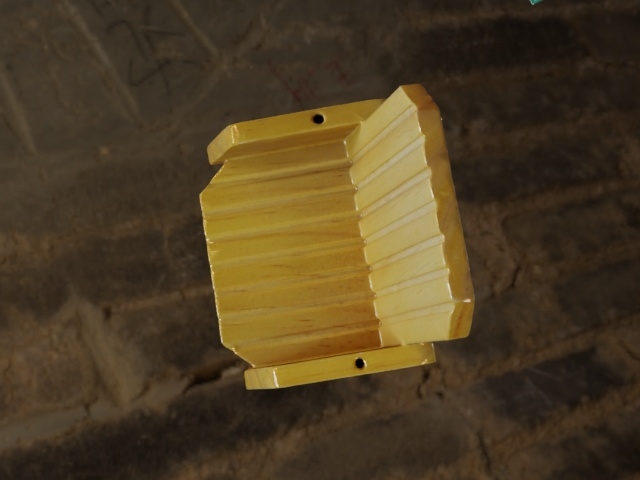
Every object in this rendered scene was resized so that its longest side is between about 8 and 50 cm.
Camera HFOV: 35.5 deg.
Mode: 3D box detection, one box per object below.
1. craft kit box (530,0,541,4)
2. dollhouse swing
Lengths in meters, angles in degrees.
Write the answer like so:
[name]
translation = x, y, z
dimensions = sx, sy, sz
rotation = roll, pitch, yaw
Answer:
[craft kit box]
translation = 0.197, -0.327, 0.726
dimensions = 0.061, 0.247, 0.250
rotation = -34, -170, -31
[dollhouse swing]
translation = 0.000, 0.000, 1.236
dimensions = 0.315, 0.347, 0.305
rotation = -9, 175, 1
